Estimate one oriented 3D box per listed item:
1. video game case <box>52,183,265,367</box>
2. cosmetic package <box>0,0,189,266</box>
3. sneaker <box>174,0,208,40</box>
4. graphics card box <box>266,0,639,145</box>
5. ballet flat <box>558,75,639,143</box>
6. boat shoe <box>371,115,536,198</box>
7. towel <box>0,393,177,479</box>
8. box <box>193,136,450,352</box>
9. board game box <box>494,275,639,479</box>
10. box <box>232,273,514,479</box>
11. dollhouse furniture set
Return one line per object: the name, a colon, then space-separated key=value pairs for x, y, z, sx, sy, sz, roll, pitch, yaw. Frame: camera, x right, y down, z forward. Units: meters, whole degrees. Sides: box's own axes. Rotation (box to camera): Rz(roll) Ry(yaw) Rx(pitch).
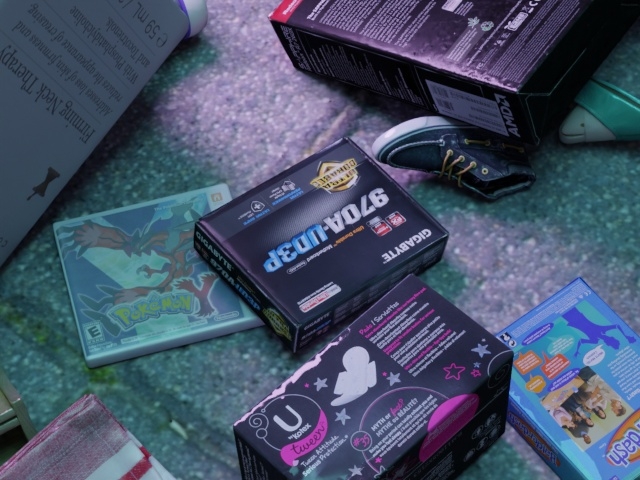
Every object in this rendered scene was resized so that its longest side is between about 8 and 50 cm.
video game case: x=-0.175 y=0.035 z=1.710 sx=0.201 sy=0.023 sz=0.183 roll=-14 pitch=58 yaw=-9
cosmetic package: x=-0.412 y=-0.215 z=1.627 sx=0.327 sy=0.329 sz=0.394 roll=36 pitch=86 yaw=20
sneaker: x=-0.306 y=-0.328 z=1.884 sx=0.236 sy=0.130 sz=0.323 roll=-25 pitch=66 yaw=-21
graphics card box: x=0.151 y=-0.260 z=1.786 sx=0.371 sy=0.094 sz=0.233 roll=21 pitch=62 yaw=39
ballet flat: x=0.281 y=-0.162 z=1.822 sx=0.247 sy=0.083 sz=0.087 roll=34 pitch=87 yaw=20
boat shoe: x=0.152 y=-0.090 z=1.757 sx=0.183 sy=0.065 sz=0.083 roll=-7 pitch=57 yaw=-21
towel: x=-0.187 y=0.330 z=1.452 sx=0.329 sy=0.037 sz=0.237 roll=44 pitch=66 yaw=6
box: x=0.000 y=0.000 z=1.701 sx=0.220 sy=0.051 sz=0.175 roll=-30 pitch=61 yaw=-28
board game box: x=0.276 y=0.157 z=1.617 sx=0.160 sy=0.047 sz=0.210 roll=-31 pitch=62 yaw=-20
box: x=0.052 y=0.182 z=1.530 sx=0.247 sy=0.163 sz=0.142 roll=-38 pitch=61 yaw=-23
dollhouse furniture set: x=-0.363 y=0.187 z=1.566 sx=0.129 sy=0.129 sz=0.183 roll=-27 pitch=36 yaw=-17
